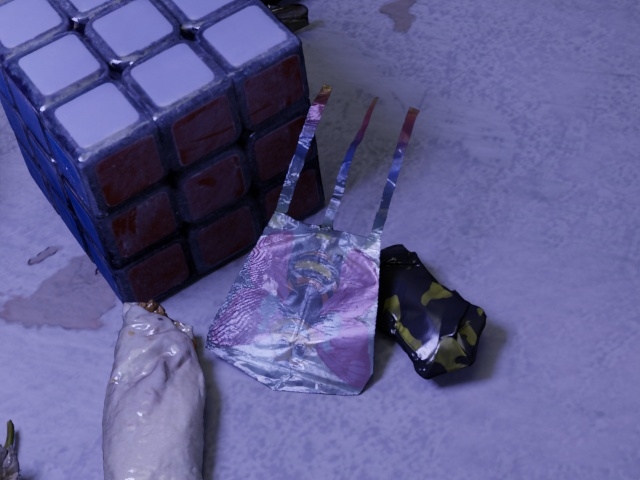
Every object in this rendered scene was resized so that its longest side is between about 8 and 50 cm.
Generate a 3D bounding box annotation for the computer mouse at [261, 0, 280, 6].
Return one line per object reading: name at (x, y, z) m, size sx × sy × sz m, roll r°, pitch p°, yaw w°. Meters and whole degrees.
computer mouse at (-0.137, -0.381, 1.987) m, size 0.269 × 0.086 × 0.137 m, roll -25°, pitch 52°, yaw 2°

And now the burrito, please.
burrito at (-0.182, 0.222, 1.444) m, size 0.117 × 0.076 × 0.392 m, roll -4°, pitch 49°, yaw 2°

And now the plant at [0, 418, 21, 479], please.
plant at (-0.370, 0.253, 1.473) m, size 0.116 × 0.104 × 0.122 m, roll 49°, pitch 35°, yaw 5°

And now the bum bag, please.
bum bag at (0.104, 0.076, 1.519) m, size 0.106 × 0.060 × 0.232 m, roll -39°, pitch 48°, yaw -11°

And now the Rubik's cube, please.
Rubik's cube at (-0.205, -0.155, 1.622) m, size 0.303 × 0.305 × 0.301 m, roll -29°, pitch 56°, yaw -17°

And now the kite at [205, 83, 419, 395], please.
kite at (-0.001, -0.001, 1.519) m, size 0.204 × 0.022 × 0.360 m, roll 14°, pitch 84°, yaw 15°

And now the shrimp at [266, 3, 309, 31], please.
shrimp at (-0.118, -0.253, 1.889) m, size 0.253 × 0.058 × 0.173 m, roll -23°, pitch 55°, yaw -4°
